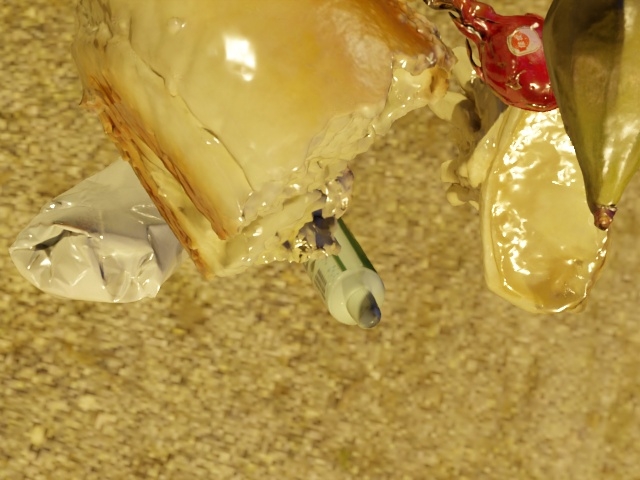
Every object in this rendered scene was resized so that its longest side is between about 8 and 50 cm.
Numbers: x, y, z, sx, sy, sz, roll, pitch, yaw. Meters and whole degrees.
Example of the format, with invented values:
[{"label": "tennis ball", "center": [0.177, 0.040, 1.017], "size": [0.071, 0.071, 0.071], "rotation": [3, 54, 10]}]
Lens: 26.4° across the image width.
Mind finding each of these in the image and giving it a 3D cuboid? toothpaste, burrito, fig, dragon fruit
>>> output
[{"label": "toothpaste", "center": [0.000, 0.000, 1.488], "size": [0.061, 0.392, 0.098], "rotation": [4, 112, -18]}, {"label": "burrito", "center": [-0.141, -0.057, 1.376], "size": [0.445, 0.139, 0.101], "rotation": [-46, 139, -58]}, {"label": "fig", "center": [0.236, -0.112, 1.021], "size": [0.127, 0.133, 0.184], "rotation": [-18, 92, -6]}, {"label": "dragon fruit", "center": [0.179, -0.196, 1.355], "size": [0.190, 0.094, 0.094], "rotation": [35, 65, -6]}]

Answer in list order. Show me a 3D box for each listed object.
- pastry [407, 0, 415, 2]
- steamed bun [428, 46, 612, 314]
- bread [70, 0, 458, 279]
[{"label": "pastry", "center": [0.088, -0.322, 1.429], "size": [0.153, 0.081, 0.153], "rotation": [-14, 117, -29]}, {"label": "steamed bun", "center": [0.262, -0.114, 1.736], "size": [0.189, 0.247, 0.428], "rotation": [-93, -176, -57]}, {"label": "bread", "center": [-0.046, -0.093, 0.784], "size": [0.171, 0.314, 0.192], "rotation": [-38, 81, -12]}]
